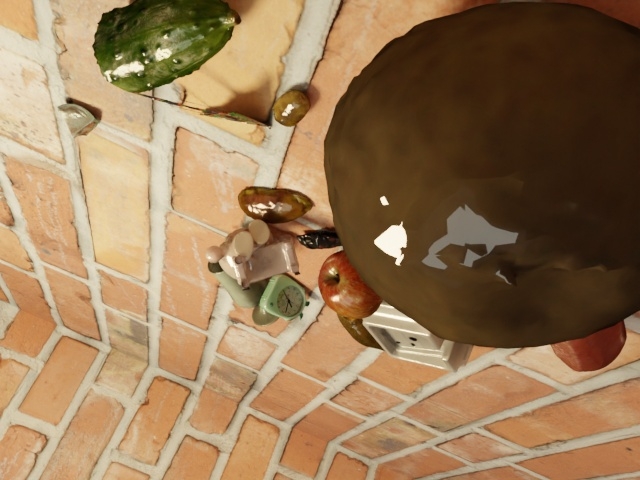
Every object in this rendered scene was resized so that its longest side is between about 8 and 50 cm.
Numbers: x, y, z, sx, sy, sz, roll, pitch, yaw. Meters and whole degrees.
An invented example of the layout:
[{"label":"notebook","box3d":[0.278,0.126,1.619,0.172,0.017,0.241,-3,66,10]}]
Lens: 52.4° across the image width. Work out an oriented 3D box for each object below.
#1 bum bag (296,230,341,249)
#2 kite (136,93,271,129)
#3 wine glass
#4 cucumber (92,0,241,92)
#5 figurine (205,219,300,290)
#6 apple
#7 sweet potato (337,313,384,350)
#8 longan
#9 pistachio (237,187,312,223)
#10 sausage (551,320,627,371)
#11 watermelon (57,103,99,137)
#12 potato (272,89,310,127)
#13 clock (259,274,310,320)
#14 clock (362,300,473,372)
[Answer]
[{"label":"bum bag","box3d":[0.000,0.001,1.391,0.124,0.034,0.058,-9,153,45]},{"label":"kite","box3d":[-0.193,-0.216,1.087,0.244,0.006,0.198,11,-176,-25]},{"label":"wine glass","box3d":[-0.188,0.115,1.652,0.103,0.103,0.231,0,141,35]},{"label":"cucumber","box3d":[-0.208,-0.297,0.942,0.244,0.134,0.134,-4,142,34]},{"label":"figurine","box3d":[-0.141,0.030,1.415,0.145,0.182,0.256,55,170,-10]},{"label":"apple","box3d":[0.072,0.094,1.388,0.130,0.146,0.146,20,157,-34]},{"label":"sweet potato","box3d":[0.130,0.242,1.670,0.077,0.077,0.243,-12,136,46]},{"label":"longan","box3d":[0.215,-0.069,0.755,0.435,0.404,0.404,9,149,30]},{"label":"pistachio","box3d":[-0.099,-0.063,1.336,0.172,0.049,0.089,6,149,28]},{"label":"sausage","box3d":[0.478,0.148,1.194,0.148,0.148,0.254,-4,141,40]},{"label":"watermelon","box3d":[-0.492,-0.236,1.305,0.085,0.061,0.085,11,156,5]},{"label":"potato","box3d":[-0.048,-0.212,1.051,0.051,0.040,0.083,26,153,-18]},{"label":"clock","box3d":[-0.081,0.154,1.646,0.135,0.101,0.041,35,164,-28]},{"label":"clock","box3d":[0.206,0.204,1.511,0.231,0.116,0.262,2,144,35]}]
